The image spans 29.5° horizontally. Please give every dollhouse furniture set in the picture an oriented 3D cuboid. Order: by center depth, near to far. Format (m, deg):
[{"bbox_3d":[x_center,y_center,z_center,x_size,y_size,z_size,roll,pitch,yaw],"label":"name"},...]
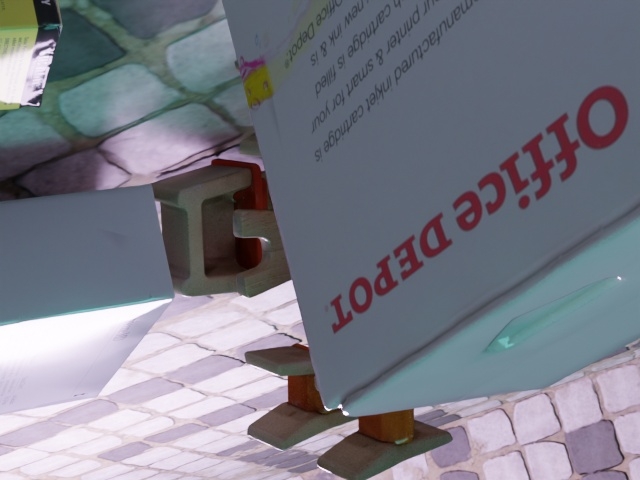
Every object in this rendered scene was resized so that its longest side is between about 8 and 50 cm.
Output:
[{"bbox_3d":[0.000,0.000,0.861,0.135,0.262,0.259,-12,-164,-39],"label":"dollhouse furniture set"}]

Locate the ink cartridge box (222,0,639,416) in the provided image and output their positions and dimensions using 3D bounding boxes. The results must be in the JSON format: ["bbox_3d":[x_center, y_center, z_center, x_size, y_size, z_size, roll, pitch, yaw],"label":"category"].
[{"bbox_3d":[0.067,-0.110,0.496,0.131,0.306,0.226,-2,156,-34],"label":"ink cartridge box"}]

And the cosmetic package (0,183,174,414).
[{"bbox_3d":[-0.294,0.074,0.959,0.284,0.097,0.377,-6,165,-21],"label":"cosmetic package"}]

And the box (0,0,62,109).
[{"bbox_3d":[-0.257,-0.105,0.624,0.232,0.058,0.087,-8,158,-24],"label":"box"}]
